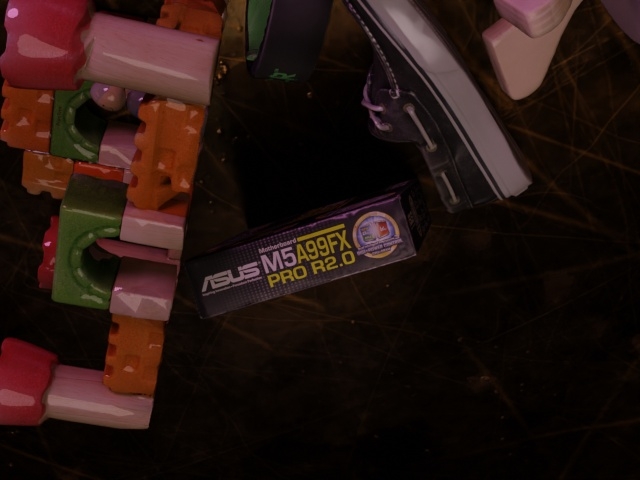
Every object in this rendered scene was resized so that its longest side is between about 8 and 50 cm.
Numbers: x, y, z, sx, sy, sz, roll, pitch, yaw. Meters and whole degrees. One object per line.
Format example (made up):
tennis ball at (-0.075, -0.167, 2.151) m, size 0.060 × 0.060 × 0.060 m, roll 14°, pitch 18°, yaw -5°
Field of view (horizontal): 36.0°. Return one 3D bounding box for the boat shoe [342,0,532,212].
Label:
boat shoe at (0.101, -0.140, 1.005) m, size 0.119 × 0.121 × 0.335 m, roll -30°, pitch 124°, yaw 15°

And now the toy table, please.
toy table at (0.197, -0.259, 0.859) m, size 0.161 × 0.252 × 0.274 m, roll -30°, pitch 113°, yaw 1°

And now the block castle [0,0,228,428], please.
block castle at (-0.225, -0.067, 0.941) m, size 0.213 × 0.303 × 0.453 m, roll 11°, pitch 125°, yaw -7°

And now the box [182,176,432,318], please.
box at (0.000, 0.000, 1.025) m, size 0.216 × 0.270 × 0.060 m, roll -17°, pitch 94°, yaw 12°

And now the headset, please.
headset at (-0.038, -0.330, 0.799) m, size 0.185 × 0.243 × 0.394 m, roll 7°, pitch 106°, yaw -11°
